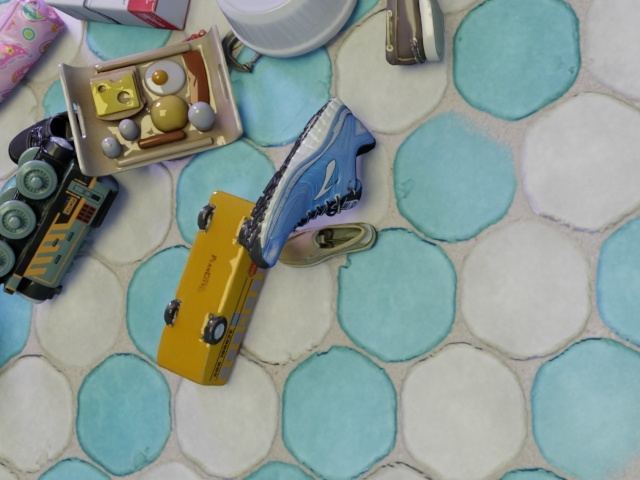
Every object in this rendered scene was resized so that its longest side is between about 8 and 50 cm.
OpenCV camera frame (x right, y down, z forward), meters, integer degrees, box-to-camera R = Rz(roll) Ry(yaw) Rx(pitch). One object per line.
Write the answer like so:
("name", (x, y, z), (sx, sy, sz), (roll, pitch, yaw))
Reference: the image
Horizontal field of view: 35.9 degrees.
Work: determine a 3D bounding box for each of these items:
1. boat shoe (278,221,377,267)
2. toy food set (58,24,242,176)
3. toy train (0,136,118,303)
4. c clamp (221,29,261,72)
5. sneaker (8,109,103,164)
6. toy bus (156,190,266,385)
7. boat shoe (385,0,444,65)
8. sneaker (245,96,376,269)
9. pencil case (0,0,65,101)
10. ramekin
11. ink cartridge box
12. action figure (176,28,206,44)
("boat shoe", (0.000, 0.000, 1.722), (0.190, 0.072, 0.068), (-17, 76, 21))
("toy food set", (-0.316, -0.261, 1.834), (0.306, 0.092, 0.220), (-14, 82, -4))
("toy train", (-0.535, -0.032, 1.910), (0.334, 0.190, 0.142), (-59, 21, 10))
("c clamp", (-0.115, -0.377, 1.857), (0.160, 0.022, 0.137), (-43, 68, 12))
("sneaker", (-0.526, -0.216, 1.961), (0.283, 0.124, 0.107), (-10, 78, 23))
("toy bus", (-0.180, 0.087, 1.759), (0.108, 0.130, 0.333), (20, 91, 26))
("boat shoe", (0.150, -0.463, 1.703), (0.096, 0.116, 0.324), (-6, 86, 20))
("sneaker", (-0.006, -0.083, 1.664), (0.147, 0.130, 0.330), (35, 70, -8))
("pencil case", (-0.661, -0.389, 2.051), (0.284, 0.124, 0.124), (-43, 68, 12))
("ramekin", (-0.074, -0.477, 1.782), (0.273, 0.127, 0.273), (-6, 74, 23))
("ink cartridge box", (-0.391, -0.536, 1.954), (0.273, 0.114, 0.197), (11, 87, 26))
("action figure", (-0.265, -0.368, 1.921), (0.115, 0.030, 0.038), (-43, 64, 10))
